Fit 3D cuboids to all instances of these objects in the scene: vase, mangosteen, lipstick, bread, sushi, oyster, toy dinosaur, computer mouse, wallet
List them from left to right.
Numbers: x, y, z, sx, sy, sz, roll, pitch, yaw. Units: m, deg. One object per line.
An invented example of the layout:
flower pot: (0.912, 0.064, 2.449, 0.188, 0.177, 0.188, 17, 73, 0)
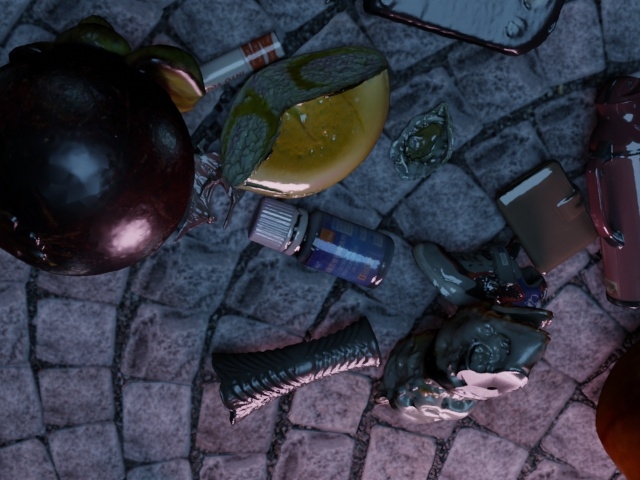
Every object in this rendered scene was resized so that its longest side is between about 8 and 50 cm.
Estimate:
mangosteen: (-0.299, -0.109, 1.297, 0.330, 0.330, 0.329, -2, 106, -6)
toy dinosaur: (-0.145, -0.088, 1.451, 0.108, 0.032, 0.220, 39, 95, -14)
lipstick: (-0.114, -0.243, 1.409, 0.131, 0.038, 0.038, -26, 107, 1)
vase: (-0.032, 0.184, 1.510, 0.238, 0.115, 0.115, -17, 107, -4)
bread: (-0.023, -0.150, 1.395, 0.261, 0.158, 0.156, -23, 125, -16)
oyster: (0.148, -0.140, 1.478, 0.100, 0.037, 0.098, -16, 89, 19)
sushi: (0.200, 0.177, 1.467, 0.124, 0.332, 0.129, 25, 60, -18)
computer mouse: (0.192, -0.355, 1.381, 0.269, 0.100, 0.170, 16, 104, -8)
wallet: (0.337, -0.037, 1.520, 0.118, 0.039, 0.152, -32, 110, 4)

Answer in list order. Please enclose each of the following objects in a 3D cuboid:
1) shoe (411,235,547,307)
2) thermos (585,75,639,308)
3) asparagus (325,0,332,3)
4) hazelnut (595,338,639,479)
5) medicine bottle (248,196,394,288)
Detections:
shoe: (0.246, 0.046, 1.497, 0.228, 0.099, 0.125, 30, 108, -19)
thermos: (0.438, -0.071, 1.483, 0.136, 0.109, 0.330, -13, 107, -6)
asparagus: (0.070, -0.376, 1.407, 0.163, 0.016, 0.016, -39, 132, 5)
hazelnut: (0.585, 0.268, 1.484, 0.315, 0.372, 0.372, -34, 111, -36)
medicine bottle: (0.000, 0.000, 1.469, 0.203, 0.083, 0.083, 20, 102, -10)
